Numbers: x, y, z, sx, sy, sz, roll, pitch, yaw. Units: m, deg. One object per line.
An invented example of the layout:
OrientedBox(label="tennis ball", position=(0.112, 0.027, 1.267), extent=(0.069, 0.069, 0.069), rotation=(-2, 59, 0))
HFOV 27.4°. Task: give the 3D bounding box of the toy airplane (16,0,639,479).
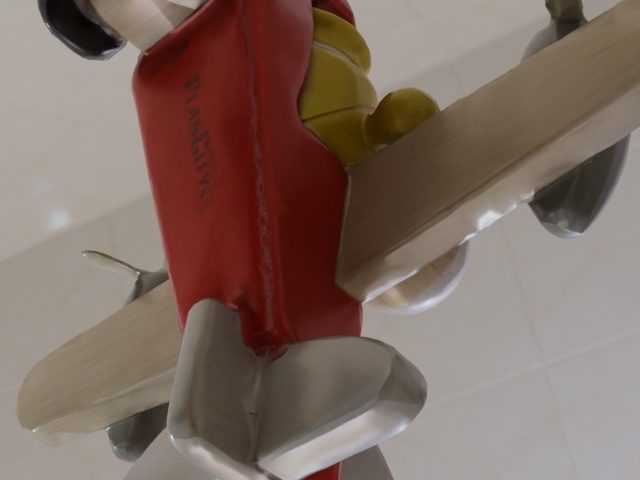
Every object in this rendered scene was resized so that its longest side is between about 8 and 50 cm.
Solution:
OrientedBox(label="toy airplane", position=(0.000, 0.000, 0.746), extent=(0.272, 0.386, 0.384), rotation=(22, -88, -47))
